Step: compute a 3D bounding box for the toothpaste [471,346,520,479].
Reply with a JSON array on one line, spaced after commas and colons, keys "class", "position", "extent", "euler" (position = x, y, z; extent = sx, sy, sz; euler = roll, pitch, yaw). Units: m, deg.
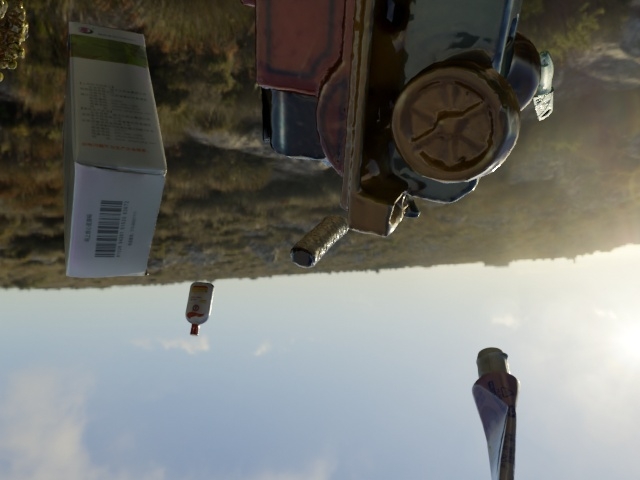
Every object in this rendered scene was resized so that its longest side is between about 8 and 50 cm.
[{"class": "toothpaste", "position": [0.163, 0.222, 0.486], "extent": [0.048, 0.301, 0.075], "euler": [-16, 130, 21]}]

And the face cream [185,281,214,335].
[{"class": "face cream", "position": [-0.189, 0.106, 0.882], "extent": [0.040, 0.083, 0.021], "euler": [1, 158, 9]}]

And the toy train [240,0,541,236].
[{"class": "toy train", "position": [0.043, -0.193, 0.376], "extent": [0.231, 0.369, 0.163], "euler": [15, -148, 20]}]

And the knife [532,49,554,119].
[{"class": "knife", "position": [0.391, -0.267, 1.005], "extent": [0.043, 0.020, 0.293], "euler": [-27, 164, 18]}]

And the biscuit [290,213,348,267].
[{"class": "biscuit", "position": [0.000, 0.000, 1.166], "extent": [0.061, 0.055, 0.219], "euler": [28, -152, 8]}]

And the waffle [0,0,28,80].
[{"class": "waffle", "position": [-0.720, -0.417, 1.211], "extent": [0.228, 0.232, 0.051], "euler": [-18, 156, 8]}]

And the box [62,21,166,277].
[{"class": "box", "position": [-0.291, -0.125, 0.774], "extent": [0.106, 0.300, 0.200], "euler": [0, 139, -27]}]
